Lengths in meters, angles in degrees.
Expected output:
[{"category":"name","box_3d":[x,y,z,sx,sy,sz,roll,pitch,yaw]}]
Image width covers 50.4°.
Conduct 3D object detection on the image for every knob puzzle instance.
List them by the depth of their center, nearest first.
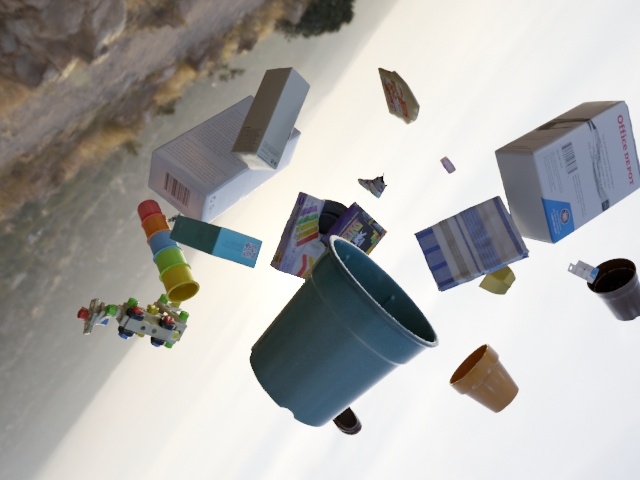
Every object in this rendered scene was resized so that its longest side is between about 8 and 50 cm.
[{"category":"knob puzzle","box_3d":[0.262,-0.453,2.148,0.030,0.213,0.213,-31,180,-13]}]

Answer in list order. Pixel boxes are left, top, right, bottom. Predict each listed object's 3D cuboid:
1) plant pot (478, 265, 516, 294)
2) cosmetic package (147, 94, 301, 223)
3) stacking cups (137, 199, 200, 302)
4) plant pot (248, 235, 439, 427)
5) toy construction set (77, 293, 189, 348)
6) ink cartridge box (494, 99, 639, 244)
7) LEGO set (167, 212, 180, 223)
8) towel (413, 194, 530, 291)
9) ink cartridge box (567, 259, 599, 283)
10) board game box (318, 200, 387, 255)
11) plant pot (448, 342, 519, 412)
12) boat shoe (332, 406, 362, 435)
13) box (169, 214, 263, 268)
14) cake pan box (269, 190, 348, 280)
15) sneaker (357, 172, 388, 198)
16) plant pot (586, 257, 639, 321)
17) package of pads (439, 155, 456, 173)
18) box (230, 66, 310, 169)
[{"category":"plant pot","box_3d":[0.550,0.120,2.091,0.081,0.083,0.082,-45,164,-36]},{"category":"cosmetic package","box_3d":[-0.295,-0.258,2.138,0.453,0.230,0.162,-41,163,-39]},{"category":"stacking cups","box_3d":[-0.421,0.018,1.869,0.096,0.096,0.316,-51,-129,34]},{"category":"plant pot","box_3d":[0.035,0.226,1.562,0.334,0.341,0.341,-47,-173,13]},{"category":"toy construction set","box_3d":[-0.524,0.222,1.965,0.215,0.327,0.151,38,-66,51]},{"category":"ink cartridge box","box_3d":[0.736,-0.209,2.003,0.394,0.286,0.166,-28,-159,-22]},{"category":"LEGO set","box_3d":[-0.503,-0.074,2.352,0.054,0.024,0.083,-31,-172,-2]},{"category":"towel","box_3d":[0.438,0.009,1.986,0.284,0.209,0.034,-24,160,10]},{"category":"ink cartridge box","box_3d":[0.815,0.092,2.110,0.028,0.083,0.048,-46,152,-29]},{"category":"board game box","box_3d":[0.099,-0.010,2.051,0.170,0.141,0.048,-50,-174,-23]},{"category":"plant pot","box_3d":[0.599,0.507,2.437,0.205,0.188,0.205,-46,177,-4]},{"category":"boat shoe","box_3d":[0.055,0.532,2.124,0.073,0.073,0.207,-34,-151,-17]},{"category":"box","box_3d":[-0.222,-0.001,1.413,0.244,0.100,0.060,14,-95,57]},{"category":"cake pan box","box_3d":[0.000,0.000,2.128,0.070,0.245,0.267,25,-87,57]},{"category":"sneaker","box_3d":[0.152,-0.166,1.905,0.069,0.098,0.038,-52,144,5]},{"category":"plant pot","box_3d":[1.014,0.175,2.295,0.166,0.165,0.167,-32,-157,15]},{"category":"package of pads","box_3d":[0.406,-0.240,2.167,0.032,0.050,0.083,-34,-173,12]},{"category":"box","box_3d":[-0.135,-0.332,1.859,0.113,0.094,0.275,8,-110,42]}]
